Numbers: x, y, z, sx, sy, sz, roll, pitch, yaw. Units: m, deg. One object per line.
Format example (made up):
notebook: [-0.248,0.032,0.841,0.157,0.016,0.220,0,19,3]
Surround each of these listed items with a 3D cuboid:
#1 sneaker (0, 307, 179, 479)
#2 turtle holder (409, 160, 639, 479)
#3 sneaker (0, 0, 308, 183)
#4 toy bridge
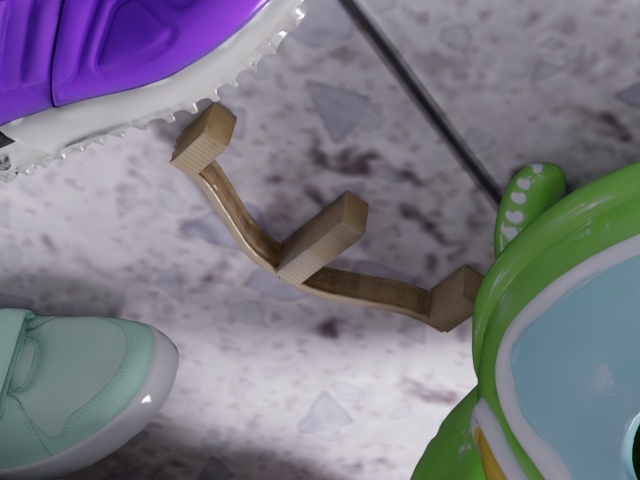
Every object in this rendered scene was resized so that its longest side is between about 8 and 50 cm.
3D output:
sneaker: [-0.214,0.059,0.950,0.255,0.094,0.151,-7,140,20]
turtle holder: [0.165,0.090,0.824,0.320,0.227,0.243,-4,135,10]
sneaker: [-0.126,-0.118,0.753,0.293,0.102,0.146,-23,127,29]
toy bridge: [0.000,0.000,0.909,0.188,0.026,0.063,32,133,-23]
